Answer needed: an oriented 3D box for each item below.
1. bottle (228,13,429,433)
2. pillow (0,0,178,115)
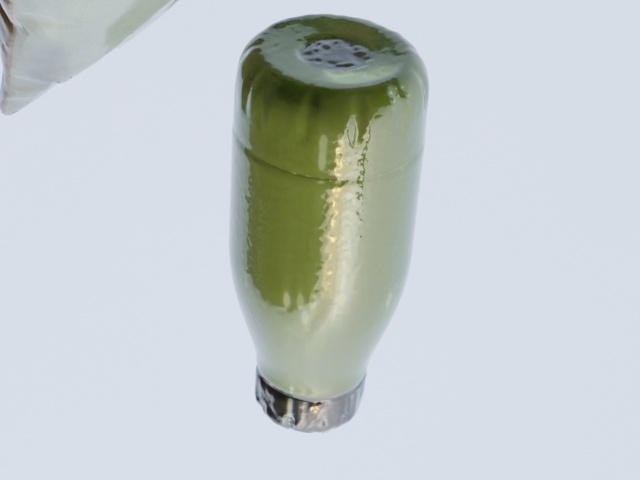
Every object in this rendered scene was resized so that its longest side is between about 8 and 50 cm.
[{"bbox_3d":[0.000,0.000,0.998,0.112,0.112,0.260,38,-43,38],"label":"bottle"},{"bbox_3d":[-0.047,-0.223,0.725,0.119,0.310,0.312,36,-112,2],"label":"pillow"}]
